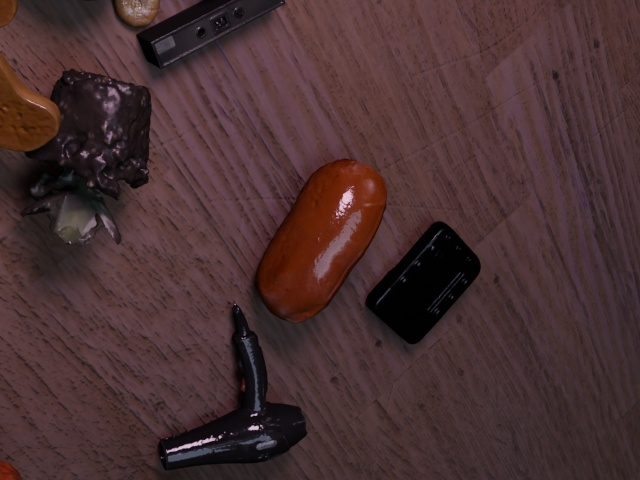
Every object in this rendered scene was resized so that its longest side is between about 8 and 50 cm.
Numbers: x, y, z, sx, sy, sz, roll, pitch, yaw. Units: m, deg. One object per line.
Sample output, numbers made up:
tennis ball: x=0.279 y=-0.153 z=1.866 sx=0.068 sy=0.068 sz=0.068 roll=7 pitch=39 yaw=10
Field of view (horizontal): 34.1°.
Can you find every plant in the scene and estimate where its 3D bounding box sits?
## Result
plant: x=-0.276 y=-0.100 z=1.240 sx=0.142 sy=0.131 sz=0.203 roll=10 pitch=102 yaw=6

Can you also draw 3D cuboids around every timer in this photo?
timer: x=0.171 y=0.069 z=1.727 sx=0.187 sy=0.055 sz=0.144 roll=-48 pitch=130 yaw=-1

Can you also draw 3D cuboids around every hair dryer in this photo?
hair dryer: x=-0.139 y=0.216 z=1.574 sx=0.235 sy=0.091 sz=0.272 roll=-9 pitch=106 yaw=-22

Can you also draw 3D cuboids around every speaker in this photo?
speaker: x=-0.136 y=-0.280 z=1.316 sx=0.191 sy=0.046 sz=0.040 roll=-32 pitch=128 yaw=-20

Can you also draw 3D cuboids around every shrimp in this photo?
shrimp: x=-0.220 y=-0.310 z=1.256 sx=0.059 sy=0.023 sz=0.108 roll=-3 pitch=114 yaw=-26

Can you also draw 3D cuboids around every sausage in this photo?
sausage: x=0.001 y=0.001 z=1.513 sx=0.133 sy=0.133 sz=0.258 roll=31 pitch=93 yaw=-42

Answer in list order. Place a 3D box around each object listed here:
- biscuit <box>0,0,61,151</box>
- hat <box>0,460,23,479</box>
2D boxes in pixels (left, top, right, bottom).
biscuit: x=-0.406 y=-0.222 z=1.085 sx=0.216 sy=0.047 sz=0.340 roll=-14 pitch=129 yaw=11
hat: x=-0.531 y=0.440 z=1.255 sx=0.400 sy=0.285 sz=0.285 roll=-14 pitch=121 yaw=-27
